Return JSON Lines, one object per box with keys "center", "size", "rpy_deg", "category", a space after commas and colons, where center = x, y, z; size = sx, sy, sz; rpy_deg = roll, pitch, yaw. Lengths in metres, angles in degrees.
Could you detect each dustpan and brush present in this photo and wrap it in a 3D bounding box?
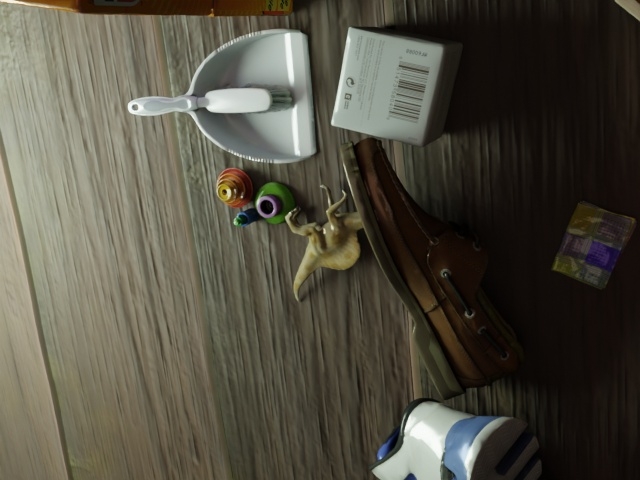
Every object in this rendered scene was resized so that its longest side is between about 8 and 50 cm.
{"center": [-0.117, -0.158, 0.852], "size": [0.211, 0.060, 0.147], "rpy_deg": [2, 106, 23], "category": "dustpan and brush"}

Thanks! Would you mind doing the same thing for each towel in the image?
{"center": [0.277, 0.004, 0.761], "size": [0.060, 0.009, 0.083], "rpy_deg": [24, 113, 14], "category": "towel"}

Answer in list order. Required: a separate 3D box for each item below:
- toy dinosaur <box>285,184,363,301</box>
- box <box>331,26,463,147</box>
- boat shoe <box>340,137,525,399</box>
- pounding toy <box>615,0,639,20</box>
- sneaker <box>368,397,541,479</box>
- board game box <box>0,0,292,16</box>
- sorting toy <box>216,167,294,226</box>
{"center": [0.000, 0.000, 0.855], "size": [0.092, 0.053, 0.183], "rpy_deg": [49, 117, 2], "category": "toy dinosaur"}
{"center": [0.078, -0.158, 0.753], "size": [0.102, 0.087, 0.101], "rpy_deg": [17, 111, 18], "category": "box"}
{"center": [0.120, 0.019, 0.777], "size": [0.104, 0.111, 0.307], "rpy_deg": [-23, 113, 12], "category": "boat shoe"}
{"center": [0.328, -0.229, 0.617], "size": [0.130, 0.100, 0.141], "rpy_deg": [41, 117, 6], "category": "pounding toy"}
{"center": [0.163, 0.283, 0.839], "size": [0.182, 0.127, 0.315], "rpy_deg": [21, 140, 50], "category": "sneaker"}
{"center": [-0.239, -0.402, 0.664], "size": [0.356, 0.356, 0.356], "rpy_deg": [13, 110, 19], "category": "board game box"}
{"center": [-0.084, -0.045, 0.883], "size": [0.102, 0.042, 0.061], "rpy_deg": [23, 113, 15], "category": "sorting toy"}
